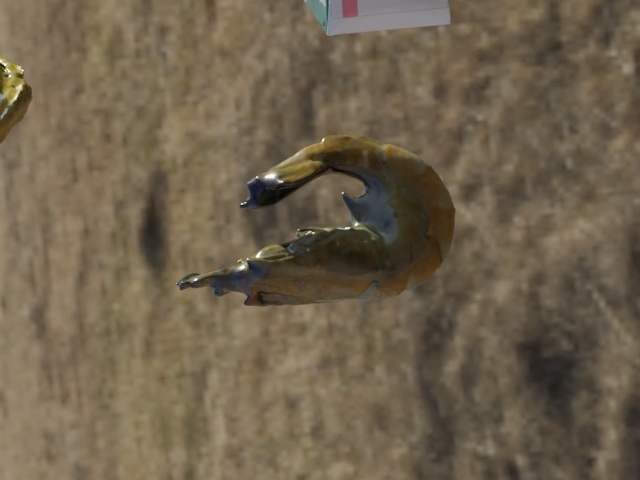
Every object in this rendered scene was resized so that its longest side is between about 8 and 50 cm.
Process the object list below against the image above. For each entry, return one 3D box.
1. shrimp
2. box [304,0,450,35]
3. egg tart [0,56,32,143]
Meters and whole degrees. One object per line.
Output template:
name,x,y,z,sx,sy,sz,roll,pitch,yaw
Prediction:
shrimp,0.002,-0.017,1.446,0.059,0.254,0.145,-164,74,-70
box,0.051,-0.289,1.820,0.199,0.135,0.081,-119,25,-64
egg tart,-0.304,-0.105,1.206,0.191,0.191,0.074,-123,17,-54
